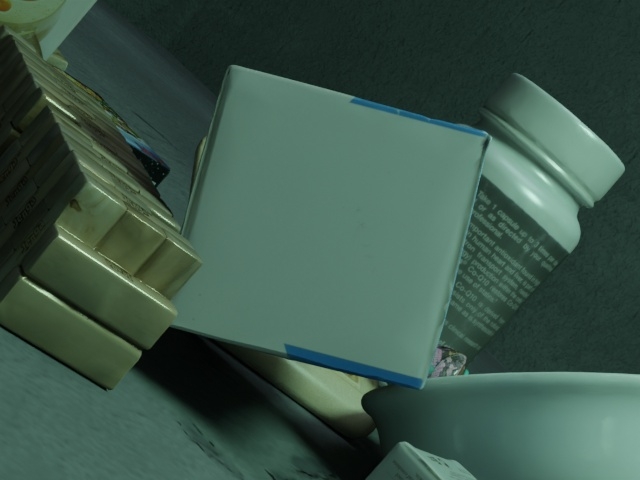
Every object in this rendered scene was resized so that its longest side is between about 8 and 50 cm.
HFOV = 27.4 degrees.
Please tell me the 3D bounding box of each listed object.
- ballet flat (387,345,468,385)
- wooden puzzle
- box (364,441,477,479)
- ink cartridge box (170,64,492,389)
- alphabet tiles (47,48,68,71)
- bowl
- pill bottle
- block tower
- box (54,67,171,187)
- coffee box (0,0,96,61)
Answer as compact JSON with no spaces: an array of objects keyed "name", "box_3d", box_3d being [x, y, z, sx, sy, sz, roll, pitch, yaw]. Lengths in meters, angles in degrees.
[{"name":"ballet flat","box_3d":[0.088,0.119,1.204,0.079,0.077,0.221,40,-7,8]},{"name":"wooden puzzle","box_3d":[-0.025,0.029,1.136,0.221,0.044,0.238,39,30,-23]},{"name":"box","box_3d":[0.068,0.186,0.764,0.102,0.087,0.101,43,5,29]},{"name":"ink cartridge box","box_3d":[0.000,0.000,0.905,0.171,0.168,0.232,14,-4,0]},{"name":"alphabet tiles","box_3d":[-0.390,-0.252,1.165,0.343,0.011,0.285,25,12,-30]},{"name":"bowl","box_3d":[0.179,0.186,1.003,0.298,0.134,0.298,1,-13,0]},{"name":"pill bottle","box_3d":[0.162,-0.001,1.499,0.204,0.361,0.204,41,5,-5]},{"name":"block tower","box_3d":[-0.173,-0.036,0.848,0.097,0.091,0.335,39,6,-33]},{"name":"box","box_3d":[-0.264,-0.137,1.272,0.159,0.044,0.233,45,6,35]},{"name":"coffee box","box_3d":[-0.242,-0.219,1.001,0.141,0.246,0.098,38,6,-25]}]
